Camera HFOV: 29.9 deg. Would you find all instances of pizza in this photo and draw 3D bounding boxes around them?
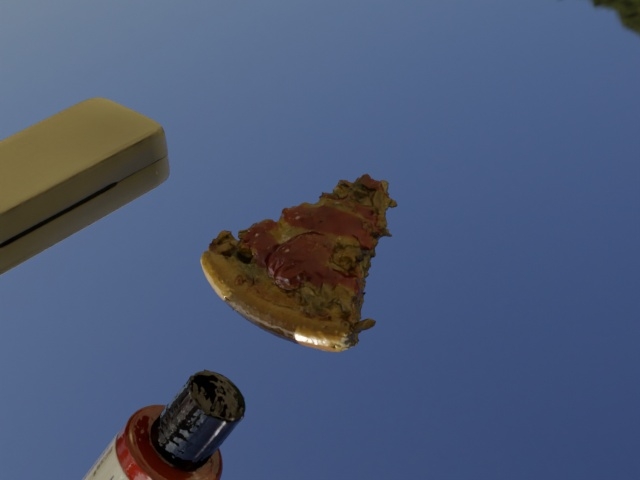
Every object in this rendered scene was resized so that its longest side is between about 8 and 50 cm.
[{"bbox_3d":[0.000,0.000,1.096,0.188,0.062,0.199,25,-119,30],"label":"pizza"}]

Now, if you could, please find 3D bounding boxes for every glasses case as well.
[{"bbox_3d":[-0.313,-0.050,1.260,0.131,0.070,0.313,25,-135,36],"label":"glasses case"}]

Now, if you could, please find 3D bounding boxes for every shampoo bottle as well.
[{"bbox_3d":[-0.164,0.229,1.134,0.278,0.104,0.104,-52,-173,29],"label":"shampoo bottle"}]
